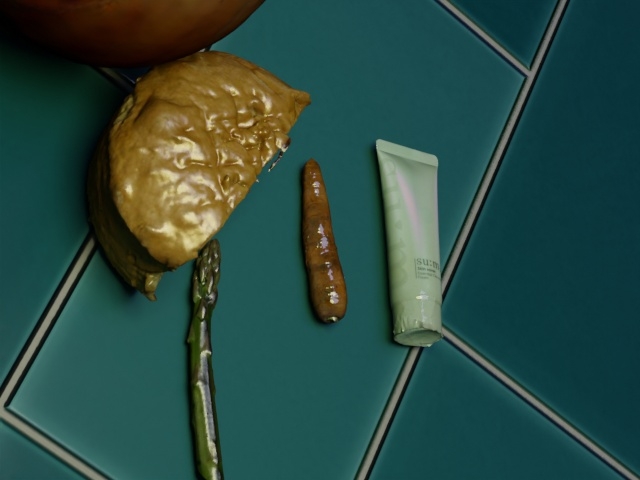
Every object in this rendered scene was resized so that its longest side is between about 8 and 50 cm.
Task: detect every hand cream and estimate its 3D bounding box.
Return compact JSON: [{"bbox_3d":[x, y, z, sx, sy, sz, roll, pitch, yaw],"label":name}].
[{"bbox_3d":[0.090,0.001,1.751,0.078,0.050,0.205,13,63,-31],"label":"hand cream"}]

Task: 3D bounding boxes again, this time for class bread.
[{"bbox_3d":[-0.126,-0.071,1.577,0.139,0.143,0.229,37,52,-6],"label":"bread"}]

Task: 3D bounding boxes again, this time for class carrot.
[{"bbox_3d":[-0.001,0.000,1.696,0.035,0.035,0.165,2,70,-35],"label":"carrot"}]

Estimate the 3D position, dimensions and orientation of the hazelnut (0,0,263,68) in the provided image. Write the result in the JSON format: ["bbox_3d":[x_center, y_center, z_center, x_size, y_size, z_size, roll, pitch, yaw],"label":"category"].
[{"bbox_3d":[-0.187,-0.348,1.496,0.359,0.359,0.409,-26,74,-38],"label":"hazelnut"}]

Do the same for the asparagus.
[{"bbox_3d":[-0.101,0.107,1.590,0.034,0.027,0.236,12,66,-37],"label":"asparagus"}]
